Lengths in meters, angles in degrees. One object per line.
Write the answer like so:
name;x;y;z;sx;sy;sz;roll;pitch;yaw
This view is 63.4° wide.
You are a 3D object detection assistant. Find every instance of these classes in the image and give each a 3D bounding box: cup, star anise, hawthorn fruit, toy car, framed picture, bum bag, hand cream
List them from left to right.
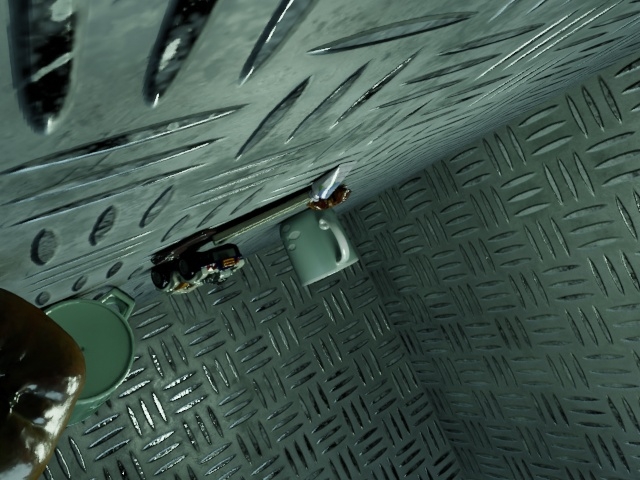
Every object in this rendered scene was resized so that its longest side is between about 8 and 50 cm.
hawthorn fruit;-0.464;0.198;0.672;0.301;0.268;0.268;-14;-172;43
cup;-0.682;0.292;1.426;0.310;0.401;0.392;14;152;-29
bum bag;-0.330;0.015;1.275;0.159;0.026;0.109;-27;-179;9
toy car;-0.360;0.088;1.524;0.301;0.118;0.193;-14;180;41
framed picture;-0.144;-0.069;1.435;0.335;0.022;0.247;-26;-177;-12
cup;0.000;0.000;2.063;0.259;0.274;0.357;-26;179;-24
star anise;0.032;-0.137;1.741;0.168;0.057;0.168;-26;179;-1
hand cream;0.026;-0.147;1.278;0.142;0.053;0.084;-38;172;33
